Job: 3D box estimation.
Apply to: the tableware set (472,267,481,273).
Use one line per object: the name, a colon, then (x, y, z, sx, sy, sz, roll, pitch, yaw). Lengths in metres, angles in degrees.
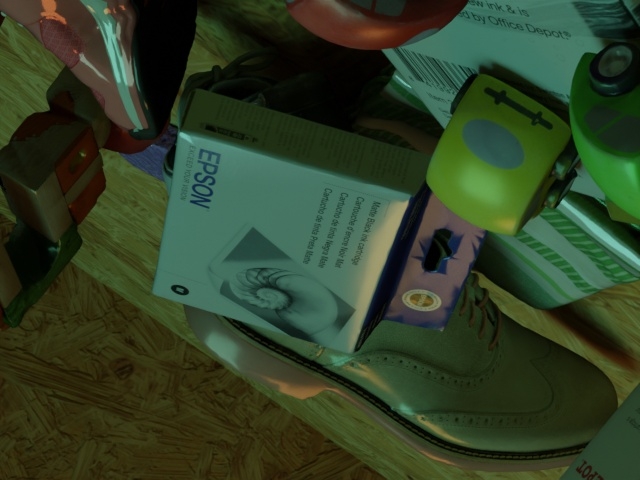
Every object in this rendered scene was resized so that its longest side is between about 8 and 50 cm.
tableware set: (0.053, -0.021, 1.616, 0.194, 0.039, 0.128, 34, 167, 13)

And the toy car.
toy car: (0.089, -0.052, 0.753, 0.225, 0.053, 0.239, 22, 162, 44)

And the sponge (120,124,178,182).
sponge: (-0.158, -0.088, 1.974, 0.210, 0.031, 0.117, 24, 163, 43)

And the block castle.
block castle: (-0.373, -0.054, 1.714, 0.303, 0.453, 0.213, 32, 160, 16)

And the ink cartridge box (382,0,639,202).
ink cartridge box: (0.097, -0.141, 0.810, 0.211, 0.121, 0.289, 22, 161, 47)

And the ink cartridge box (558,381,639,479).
ink cartridge box: (0.250, 0.114, 1.108, 0.086, 0.203, 0.148, 38, -177, -13)

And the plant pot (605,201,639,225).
plant pot: (0.203, -0.049, 0.990, 0.083, 0.081, 0.081, 20, 162, 23)

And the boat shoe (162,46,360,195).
boat shoe: (-0.060, -0.089, 1.445, 0.105, 0.113, 0.306, 70, 165, -10)

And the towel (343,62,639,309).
towel: (0.118, -0.033, 1.386, 0.248, 0.038, 0.325, 36, 168, -3)

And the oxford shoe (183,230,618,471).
oxford shoe: (0.095, 0.078, 1.501, 0.397, 0.146, 0.140, 18, -140, -24)

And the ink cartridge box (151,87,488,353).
ink cartridge box: (0.000, 0.000, 1.309, 0.224, 0.045, 0.223, 15, 147, -1)

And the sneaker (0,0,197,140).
sneaker: (-0.187, -0.193, 1.377, 0.136, 0.116, 0.314, 8, 150, 19)
